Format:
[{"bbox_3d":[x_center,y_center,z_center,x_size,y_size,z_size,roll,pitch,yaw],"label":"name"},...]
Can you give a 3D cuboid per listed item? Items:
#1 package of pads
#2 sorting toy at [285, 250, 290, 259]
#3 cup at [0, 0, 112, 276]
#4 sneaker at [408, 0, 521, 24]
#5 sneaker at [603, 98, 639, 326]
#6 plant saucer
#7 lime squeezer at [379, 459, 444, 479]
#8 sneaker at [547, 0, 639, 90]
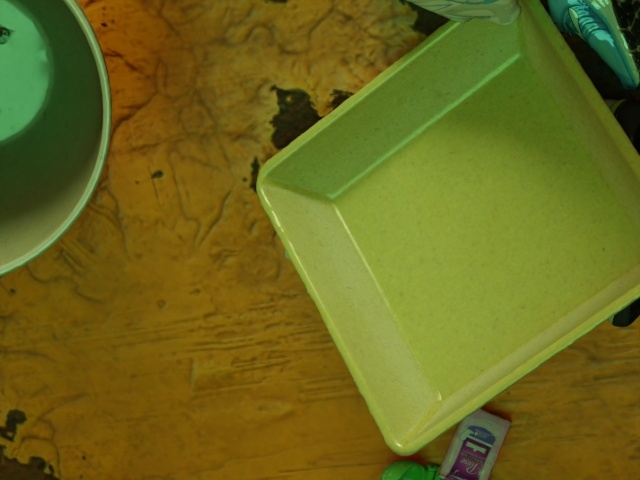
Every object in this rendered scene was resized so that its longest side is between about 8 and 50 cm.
[{"bbox_3d":[0.157,0.212,1.859,0.050,0.032,0.083,24,77,4],"label":"package of pads"},{"bbox_3d":[0.000,0.000,1.825,0.083,0.045,0.075,26,122,1],"label":"sorting toy"},{"bbox_3d":[-0.347,-0.145,1.718,0.331,0.237,0.331,0,105,1],"label":"cup"},{"bbox_3d":[0.104,-0.234,1.668,0.191,0.083,0.071,27,79,41],"label":"sneaker"},{"bbox_3d":[0.273,-0.034,1.744,0.097,0.084,0.234,11,115,34],"label":"sneaker"},{"bbox_3d":[0.143,-0.018,1.686,0.333,0.081,0.332,-37,62,17],"label":"plant saucer"},{"bbox_3d":[0.131,0.262,1.874,0.310,0.110,0.058,4,98,-22],"label":"lime squeezer"},{"bbox_3d":[0.249,-0.207,1.686,0.073,0.063,0.162,-28,100,39],"label":"sneaker"}]
